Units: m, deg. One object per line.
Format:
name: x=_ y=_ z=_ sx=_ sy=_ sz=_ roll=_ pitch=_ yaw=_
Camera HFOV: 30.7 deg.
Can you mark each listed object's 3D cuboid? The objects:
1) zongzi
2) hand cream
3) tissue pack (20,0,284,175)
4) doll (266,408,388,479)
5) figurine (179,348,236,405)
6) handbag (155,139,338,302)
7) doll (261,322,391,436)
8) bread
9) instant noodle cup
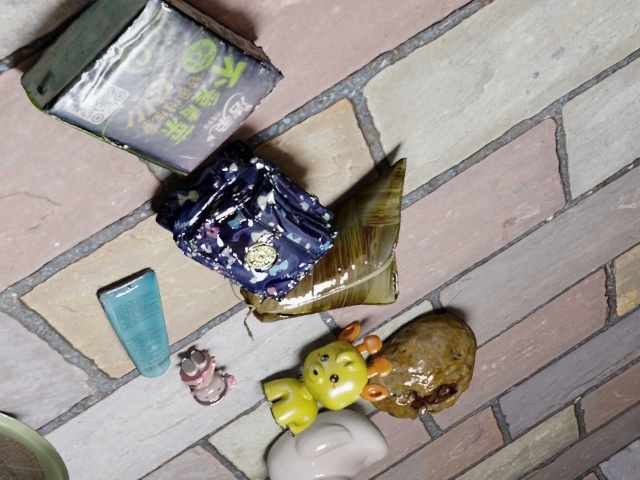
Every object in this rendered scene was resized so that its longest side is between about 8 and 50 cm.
zongzi: x=0.000 y=0.000 z=1.636 sx=0.247 sy=0.111 sz=0.241 roll=-11 pitch=126 yaw=-24
hand cream: x=-0.250 y=0.123 z=1.620 sx=0.083 sy=0.048 sz=0.224 roll=-25 pitch=143 yaw=-15
tissue pack: x=-0.170 y=-0.171 z=1.227 sx=0.173 sy=0.073 sz=0.235 roll=-43 pitch=149 yaw=17
doll: x=0.019 y=0.442 z=2.169 sx=0.251 sy=0.221 sz=0.221 roll=-29 pitch=150 yaw=-7
figurine: x=-0.177 y=0.207 z=1.800 sx=0.072 sy=0.054 sz=0.129 roll=-42 pitch=145 yaw=-15
handbag: x=-0.083 y=-0.021 z=1.493 sx=0.162 sy=0.113 sz=0.260 roll=-45 pitch=142 yaw=6
doll: x=0.016 y=0.238 z=1.949 sx=0.221 sy=0.143 sz=0.135 roll=-31 pitch=149 yaw=11
bread: x=0.191 y=0.238 z=2.126 sx=0.230 sy=0.123 sz=0.230 roll=-27 pitch=150 yaw=-17
instant noodle cup: x=-0.462 y=0.356 z=1.581 sx=0.178 sy=0.235 sz=0.235 roll=-52 pitch=146 yaw=14
